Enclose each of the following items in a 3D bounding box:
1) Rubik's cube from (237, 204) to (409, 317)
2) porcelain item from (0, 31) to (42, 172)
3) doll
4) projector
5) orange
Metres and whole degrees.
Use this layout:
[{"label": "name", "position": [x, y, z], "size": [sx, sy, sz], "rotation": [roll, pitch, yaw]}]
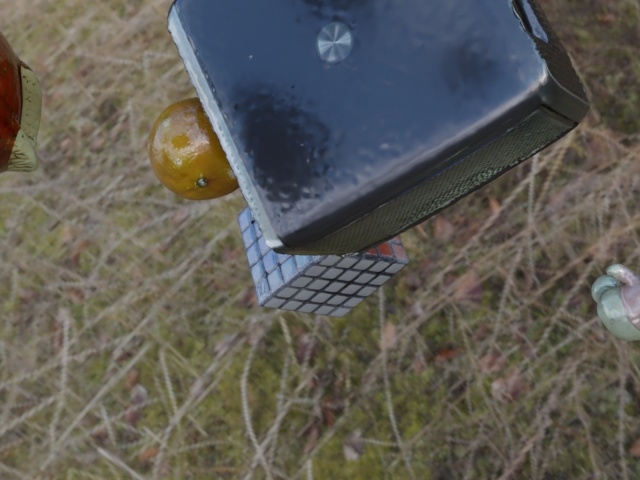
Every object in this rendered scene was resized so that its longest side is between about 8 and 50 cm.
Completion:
[{"label": "Rubik's cube", "position": [0.000, 0.000, 2.124], "size": [0.237, 0.238, 0.237], "rotation": [-43, 52, 37]}, {"label": "porcelain item", "position": [-0.407, -0.119, 1.050], "size": [0.253, 0.253, 0.253], "rotation": [-26, 36, 21]}, {"label": "doll", "position": [0.516, 0.078, 1.514], "size": [0.113, 0.155, 0.275], "rotation": [-38, 5, -42]}, {"label": "projector", "position": [0.072, -0.229, 1.300], "size": [0.405, 0.242, 0.395], "rotation": [-32, 74, 23]}, {"label": "orange", "position": [-0.164, -0.125, 1.444], "size": [0.156, 0.156, 0.124], "rotation": [-20, 46, 27]}]
